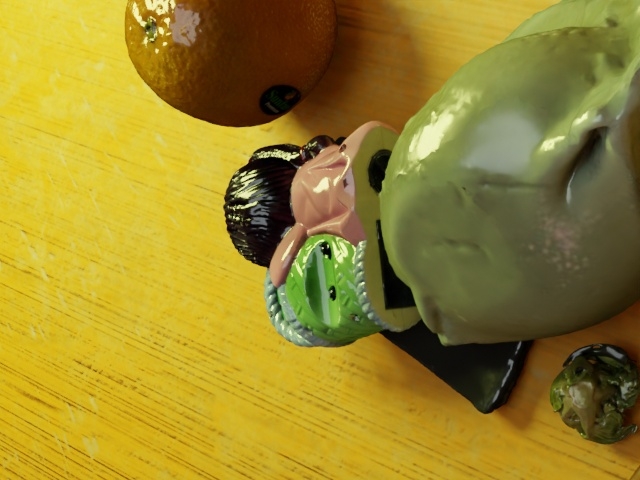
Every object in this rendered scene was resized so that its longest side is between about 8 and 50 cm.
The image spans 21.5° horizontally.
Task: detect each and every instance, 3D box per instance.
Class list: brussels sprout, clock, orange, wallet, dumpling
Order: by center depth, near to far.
[{"bbox_3d":[0.158,-0.061,1.308,0.320,0.211,0.270,-16,81,35],"label":"dumpling"},{"bbox_3d":[0.221,0.121,1.361,0.085,0.058,0.085,-7,75,29],"label":"brussels sprout"},{"bbox_3d":[0.000,0.000,1.516,0.195,0.100,0.194,-7,86,47],"label":"clock"},{"bbox_3d":[0.088,0.028,1.516,0.285,0.030,0.146,34,108,39],"label":"wallet"},{"bbox_3d":[-0.084,-0.199,1.579,0.206,0.206,0.206,-3,85,45],"label":"orange"}]

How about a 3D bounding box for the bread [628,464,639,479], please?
[{"bbox_3d":[0.314,0.170,1.250,0.116,0.077,0.200,48,118,37],"label":"bread"}]
